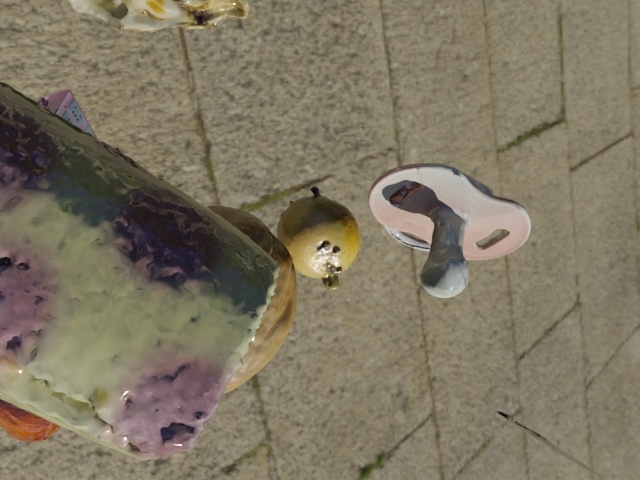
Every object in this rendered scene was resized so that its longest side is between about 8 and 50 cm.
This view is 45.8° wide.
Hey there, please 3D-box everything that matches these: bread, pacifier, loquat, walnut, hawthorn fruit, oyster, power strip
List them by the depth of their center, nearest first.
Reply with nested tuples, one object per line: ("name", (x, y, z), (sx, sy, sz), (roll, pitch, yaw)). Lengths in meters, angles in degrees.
("bread", (-0.200, -0.008, 0.433), (0.338, 0.187, 0.155), (29, 75, -13))
("oyster", (-0.248, -0.308, 0.822), (0.166, 0.342, 0.110), (81, 14, -83))
("power strip", (-0.366, -0.107, 1.209), (0.109, 0.038, 0.278), (-94, 165, -56))
("walnut", (-0.184, 0.099, 1.267), (0.313, 0.252, 0.277), (-51, 140, -19))
("pacifier", (0.247, -0.031, 1.468), (0.332, 0.273, 0.220), (25, 109, -20))
("loquat", (0.000, 0.000, 1.483), (0.172, 0.150, 0.204), (10, 59, -59))
("hawthorn fruit", (-0.616, 0.340, 1.603), (0.179, 0.173, 0.173), (-4, 99, -13))

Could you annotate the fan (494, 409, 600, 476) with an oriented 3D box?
("fan", (0.351, 0.316, 1.214), (0.010, 0.182, 0.310), (-58, 169, -2))
